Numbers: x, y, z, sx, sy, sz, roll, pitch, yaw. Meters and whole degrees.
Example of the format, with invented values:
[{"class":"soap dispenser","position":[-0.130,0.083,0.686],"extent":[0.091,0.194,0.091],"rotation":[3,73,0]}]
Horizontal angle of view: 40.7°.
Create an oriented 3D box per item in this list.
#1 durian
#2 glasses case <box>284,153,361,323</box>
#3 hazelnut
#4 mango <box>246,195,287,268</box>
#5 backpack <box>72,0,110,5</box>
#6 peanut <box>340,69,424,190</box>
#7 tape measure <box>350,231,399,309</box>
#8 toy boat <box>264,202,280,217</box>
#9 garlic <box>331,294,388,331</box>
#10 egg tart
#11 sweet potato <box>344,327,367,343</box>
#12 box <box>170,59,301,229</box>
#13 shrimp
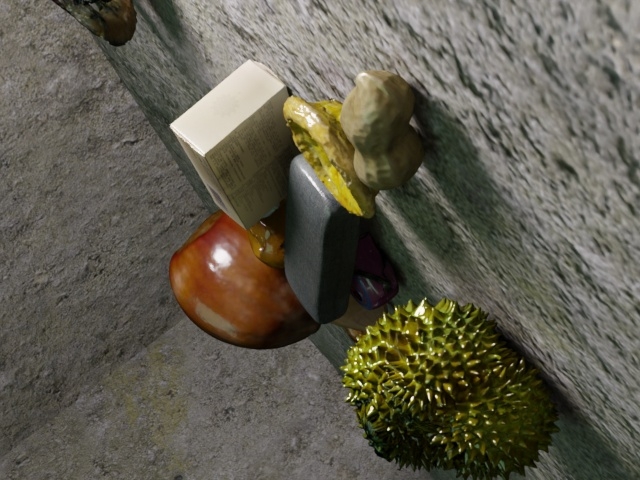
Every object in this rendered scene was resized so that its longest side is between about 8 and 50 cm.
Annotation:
[{"class":"durian","position":[0.169,0.195,1.145],"extent":[0.291,0.225,0.291],"rotation":[16,146,11]},{"class":"glasses case","position":[0.000,0.000,1.376],"extent":[0.131,0.074,0.323],"rotation":[56,157,32]},{"class":"hazelnut","position":[-0.152,0.083,1.940],"extent":[0.366,0.365,0.366],"rotation":[51,171,11]},{"class":"mango","position":[-0.099,-0.044,1.752],"extent":[0.151,0.156,0.249],"rotation":[11,-155,-42]},{"class":"backpack","position":[-0.393,-0.522,1.480],"extent":[0.206,0.133,0.258],"rotation":[62,164,-5]},{"class":"peanut","position":[0.065,-0.112,0.888],"extent":[0.082,0.082,0.187],"rotation":[47,168,31]},{"class":"tape measure","position":[0.081,0.055,1.455],"extent":[0.118,0.074,0.125],"rotation":[57,166,5]},{"class":"toy boat","position":[-0.140,-0.114,1.568],"extent":[0.115,0.114,0.262],"rotation":[37,-176,-18]},{"class":"garlic","position":[0.047,0.083,1.630],"extent":[0.164,0.145,0.245],"rotation":[-3,133,41]},{"class":"egg tart","position":[0.026,-0.113,1.081],"extent":[0.191,0.074,0.191],"rotation":[51,172,10]},{"class":"sweet potato","position":[0.140,0.248,1.844],"extent":[0.292,0.097,0.097],"rotation":[61,169,-16]},{"class":"box","position":[-0.111,-0.145,1.340],"extent":[0.095,0.168,0.212],"rotation":[42,167,32]},{"class":"shrimp","position":[-0.504,-0.525,1.661],"extent":[0.445,0.085,0.272],"rotation":[31,-143,-60]}]
